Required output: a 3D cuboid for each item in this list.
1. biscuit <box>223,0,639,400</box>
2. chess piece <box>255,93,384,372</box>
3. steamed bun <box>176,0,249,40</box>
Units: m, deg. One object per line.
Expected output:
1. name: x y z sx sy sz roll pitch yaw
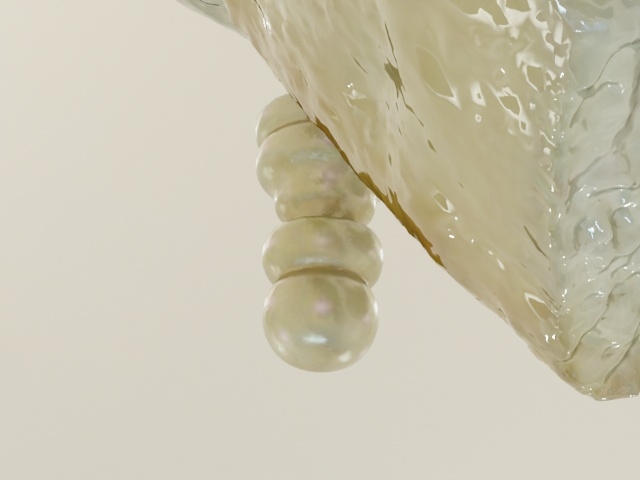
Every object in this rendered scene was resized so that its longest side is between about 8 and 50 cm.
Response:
1. biscuit: 0.015 -0.204 0.536 0.104 0.429 0.446 -26 -128 -19
2. chess piece: 0.000 0.000 0.771 0.094 0.094 0.170 -1 -116 10
3. steamed bun: -0.076 -0.341 1.232 0.219 0.324 0.310 -6 -105 51
